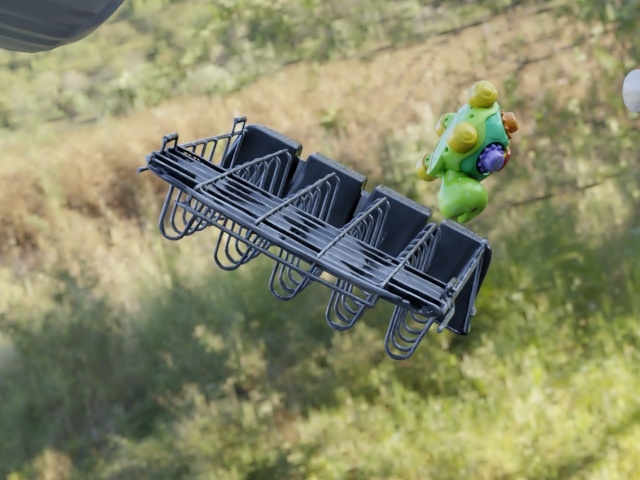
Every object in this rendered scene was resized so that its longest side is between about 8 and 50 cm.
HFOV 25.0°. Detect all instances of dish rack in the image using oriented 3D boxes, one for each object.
[{"bbox_3d":[0.000,0.000,0.876,0.208,0.074,0.271,26,12,7],"label":"dish rack"}]

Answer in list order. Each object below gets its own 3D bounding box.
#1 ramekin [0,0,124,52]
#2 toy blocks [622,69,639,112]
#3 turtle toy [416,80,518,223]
[{"bbox_3d":[-0.137,-0.184,0.649,0.109,0.207,0.207,19,-19,-33],"label":"ramekin"},{"bbox_3d":[0.475,-0.156,1.308,0.260,0.309,0.288,-3,-44,-24],"label":"toy blocks"},{"bbox_3d":[0.134,-0.076,1.301,0.130,0.066,0.095,-63,9,-26],"label":"turtle toy"}]
